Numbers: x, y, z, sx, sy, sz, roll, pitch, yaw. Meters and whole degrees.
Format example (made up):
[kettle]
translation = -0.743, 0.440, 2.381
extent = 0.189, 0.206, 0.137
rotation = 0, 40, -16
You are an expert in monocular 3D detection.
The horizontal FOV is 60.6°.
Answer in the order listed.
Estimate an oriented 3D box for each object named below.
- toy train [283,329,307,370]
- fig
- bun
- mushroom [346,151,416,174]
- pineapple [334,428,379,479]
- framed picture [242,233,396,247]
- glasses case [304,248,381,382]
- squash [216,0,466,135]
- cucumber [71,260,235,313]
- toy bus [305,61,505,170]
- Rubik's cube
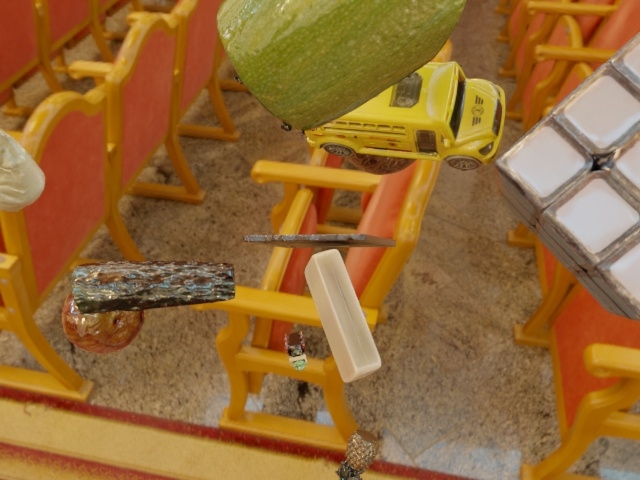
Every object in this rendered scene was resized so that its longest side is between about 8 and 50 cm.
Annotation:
[toy train]
translation = -0.059, 0.273, 1.347
extent = 0.050, 0.087, 0.138
rotation = -12, 6, -4
[fig]
translation = -0.427, 0.136, 1.093
extent = 0.149, 0.148, 0.202
rotation = 0, 26, -15
[bun]
translation = -0.708, -0.145, 1.165
extent = 0.231, 0.231, 0.133
rotation = 17, 53, 15
[mushroom]
translation = 0.167, -0.284, 1.416
extent = 0.253, 0.253, 0.153
rotation = -4, 33, -6
[pineapple]
translation = 0.073, 0.496, 1.196
extent = 0.074, 0.159, 0.074
rotation = 21, 6, -3
[framed picture]
translation = 0.000, 0.001, 1.123
extent = 0.265, 0.018, 0.192
rotation = 0, -5, 26
[glasses case]
translation = 0.054, 0.199, 1.456
extent = 0.076, 0.144, 0.336
rotation = -14, 71, -20
[squash]
translation = 0.038, -0.243, 0.553
extent = 0.261, 0.189, 0.189
rotation = -29, 32, 31
[cucumber]
translation = -0.223, 0.051, 0.753
extent = 0.211, 0.062, 0.078
rotation = -7, 26, -2
[toy bus]
translation = 0.135, -0.220, 0.915
extent = 0.330, 0.152, 0.144
rotation = 8, 77, 17
[Rubik's cube]
translation = 0.476, -0.083, 0.822
extent = 0.304, 0.305, 0.301
rotation = -42, 72, 13
